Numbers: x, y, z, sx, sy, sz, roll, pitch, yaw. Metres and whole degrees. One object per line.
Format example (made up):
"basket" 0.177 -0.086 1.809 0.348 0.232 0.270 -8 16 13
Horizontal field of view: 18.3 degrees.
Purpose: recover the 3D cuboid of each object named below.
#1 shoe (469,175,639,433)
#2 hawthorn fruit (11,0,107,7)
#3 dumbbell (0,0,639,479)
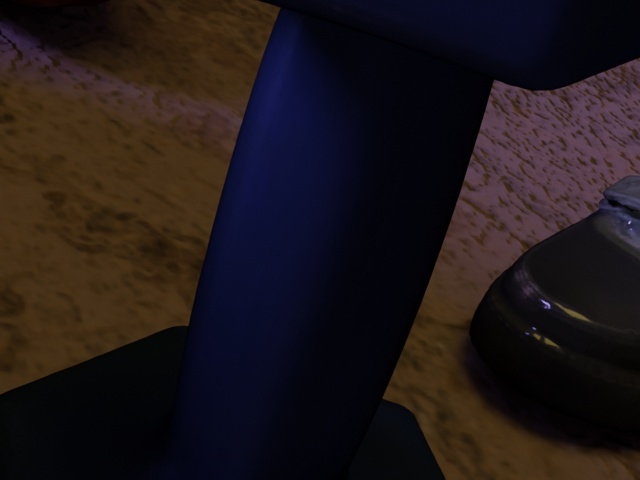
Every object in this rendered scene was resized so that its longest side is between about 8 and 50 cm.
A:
"shoe" 0.189 -0.013 0.843 0.293 0.149 0.109 -7 43 -46
"hawthorn fruit" -0.109 -0.174 0.878 0.194 0.157 0.157 34 29 2
"dumbbell" 0.000 0.000 0.498 0.143 0.316 0.156 37 37 28
